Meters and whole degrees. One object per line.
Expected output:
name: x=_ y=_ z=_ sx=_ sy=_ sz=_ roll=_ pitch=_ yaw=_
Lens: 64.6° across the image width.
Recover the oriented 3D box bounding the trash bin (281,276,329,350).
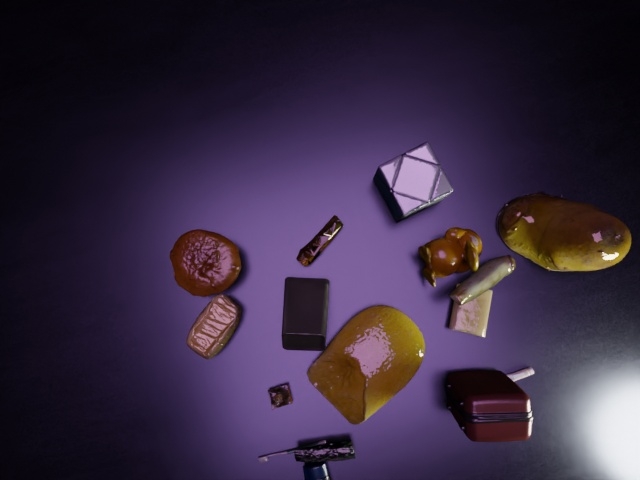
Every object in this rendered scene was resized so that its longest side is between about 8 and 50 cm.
trash bin: x=-0.050 y=0.260 z=1.794 sx=0.164 sy=0.122 sz=0.240 roll=1 pitch=46 yaw=0

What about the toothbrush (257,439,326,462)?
toothbrush: x=-0.104 y=0.769 z=1.848 sx=0.257 sy=0.018 sz=0.024 roll=-16 pitch=86 yaw=-1

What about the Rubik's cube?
Rubik's cube: x=0.334 y=-0.207 z=1.857 sx=0.208 sy=0.205 sz=0.205 roll=-25 pitch=84 yaw=-3

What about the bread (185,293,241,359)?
bread: x=-0.386 y=0.314 z=1.860 sx=0.140 sy=0.106 sz=0.236 roll=33 pitch=85 yaw=6

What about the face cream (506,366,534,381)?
face cream: x=0.727 y=0.496 z=1.863 sx=0.115 sy=0.020 sz=0.038 roll=-20 pitch=85 yaw=0

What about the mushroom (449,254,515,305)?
mushroom: x=0.572 y=0.145 z=1.806 sx=0.333 sy=0.107 sz=0.087 roll=-29 pitch=65 yaw=-30

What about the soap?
soap: x=0.179 y=0.436 z=1.833 sx=0.306 sy=0.115 sz=0.427 roll=43 pitch=86 yaw=8

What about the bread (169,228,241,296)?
bread: x=-0.418 y=0.088 z=1.870 sx=0.269 sy=0.146 sz=0.268 roll=0 pitch=86 yaw=4

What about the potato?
potato: x=0.876 y=-0.049 z=1.791 sx=0.397 sy=0.296 sz=0.289 roll=37 pitch=84 yaw=3

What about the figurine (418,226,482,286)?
figurine: x=0.477 y=0.047 z=1.845 sx=0.228 sy=0.215 sz=0.215 roll=-10 pitch=83 yaw=11

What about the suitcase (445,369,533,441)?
suitcase: x=0.567 y=0.556 z=1.724 sx=0.237 sy=0.297 sz=0.161 roll=-3 pitch=92 yaw=1

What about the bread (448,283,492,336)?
bread: x=0.554 y=0.256 z=1.873 sx=0.140 sy=0.060 sz=0.178 roll=14 pitch=84 yaw=1

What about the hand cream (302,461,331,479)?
hand cream: x=0.005 y=0.933 z=1.813 sx=0.120 sy=0.061 sz=0.270 roll=-12 pitch=88 yaw=1

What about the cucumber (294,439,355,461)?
cucumber: x=0.016 y=0.766 z=1.810 sx=0.212 sy=0.078 sz=0.062 roll=-10 pitch=55 yaw=-3

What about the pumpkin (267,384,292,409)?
pumpkin: x=-0.149 y=0.572 z=1.854 sx=0.083 sy=0.054 sz=0.074 roll=-18 pitch=79 yaw=4

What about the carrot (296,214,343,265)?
carrot: x=0.001 y=0.001 z=1.911 sx=0.069 sy=0.069 sz=0.228 roll=42 pitch=85 yaw=5
